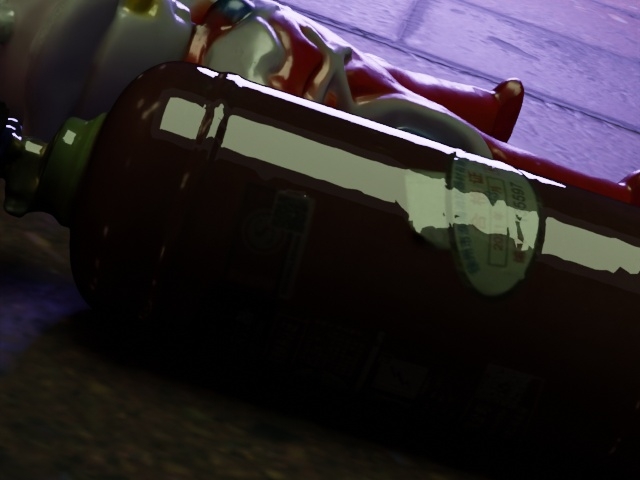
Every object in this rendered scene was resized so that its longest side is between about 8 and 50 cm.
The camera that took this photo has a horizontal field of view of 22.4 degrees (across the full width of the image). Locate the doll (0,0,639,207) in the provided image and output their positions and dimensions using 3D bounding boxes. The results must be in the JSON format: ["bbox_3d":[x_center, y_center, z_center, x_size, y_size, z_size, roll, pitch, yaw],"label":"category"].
[{"bbox_3d":[-0.009,-0.071,0.805,0.384,0.099,0.188,7,23,-38],"label":"doll"}]

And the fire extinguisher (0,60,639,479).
[{"bbox_3d":[0.000,0.000,0.577,0.344,0.102,0.138,18,-5,-4],"label":"fire extinguisher"}]
